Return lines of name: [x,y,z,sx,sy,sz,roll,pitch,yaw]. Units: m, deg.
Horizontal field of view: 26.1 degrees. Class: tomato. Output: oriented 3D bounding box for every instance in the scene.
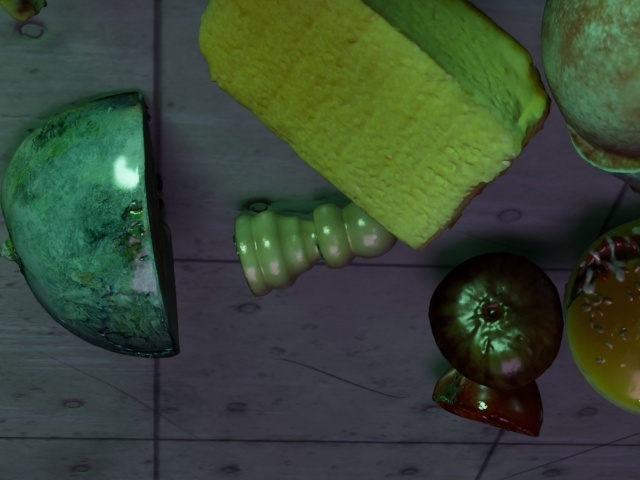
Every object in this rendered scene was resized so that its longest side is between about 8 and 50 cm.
tomato: [0.224,0.194,1.799,0.139,0.091,0.159,24,167,-21]
tomato: [0.329,-0.158,1.055,0.317,0.282,0.316,9,156,4]

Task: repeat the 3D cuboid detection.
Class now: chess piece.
chess piece: [0.000,0.000,1.476,0.171,0.094,0.094,-12,147,9]

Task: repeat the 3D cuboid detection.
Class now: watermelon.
watermelon: [-0.239,0.019,1.395,0.175,0.188,0.321,-6,142,-1]

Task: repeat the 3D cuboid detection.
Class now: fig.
fig: [0.193,0.088,1.586,0.149,0.148,0.202,55,167,-14]

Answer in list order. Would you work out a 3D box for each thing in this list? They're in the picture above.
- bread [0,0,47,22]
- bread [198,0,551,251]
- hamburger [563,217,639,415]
bread: [-0.233,-0.276,1.000,0.088,0.128,0.232,20,152,15]
bread: [0.041,-0.139,1.121,0.275,0.114,0.185,42,138,2]
hamburger: [0.413,0.081,1.509,0.295,0.227,0.151,-5,171,-1]
